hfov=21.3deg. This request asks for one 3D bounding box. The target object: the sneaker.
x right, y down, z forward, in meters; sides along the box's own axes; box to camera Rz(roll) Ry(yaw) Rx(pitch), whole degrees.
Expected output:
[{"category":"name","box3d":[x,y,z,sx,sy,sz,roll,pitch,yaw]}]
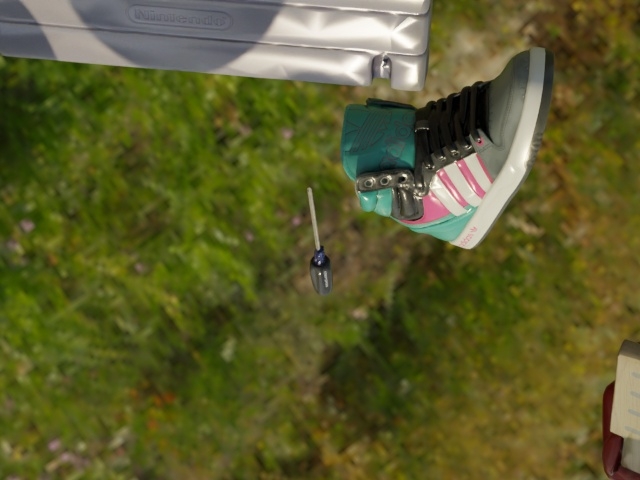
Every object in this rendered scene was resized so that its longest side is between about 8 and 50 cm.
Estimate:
[{"category":"sneaker","box3d":[0.113,-0.107,1.707,0.178,0.123,0.295,14,145,-8]}]

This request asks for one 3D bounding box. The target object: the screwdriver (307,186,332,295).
[{"category":"screwdriver","box3d":[0.000,0.000,1.659,0.025,0.024,0.170,2,144,2]}]

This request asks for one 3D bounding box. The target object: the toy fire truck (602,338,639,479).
[{"category":"toy fire truck","box3d":[0.294,0.130,1.200,0.246,0.217,0.158,-17,107,-65]}]

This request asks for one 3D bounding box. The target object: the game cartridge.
[{"category":"game cartridge","box3d":[-0.096,-0.218,1.180,0.355,0.068,0.230,6,132,4]}]
